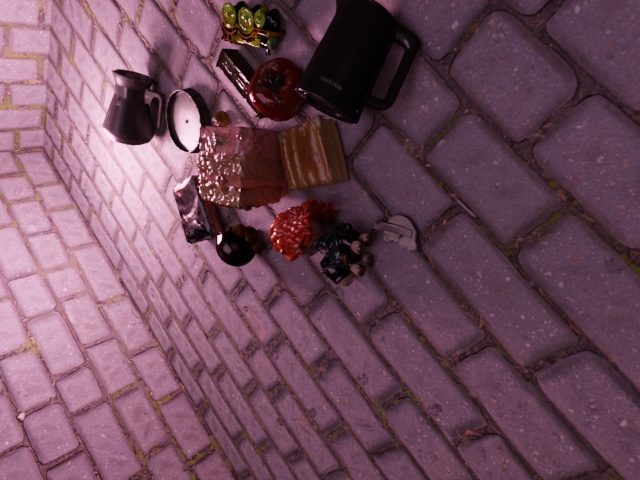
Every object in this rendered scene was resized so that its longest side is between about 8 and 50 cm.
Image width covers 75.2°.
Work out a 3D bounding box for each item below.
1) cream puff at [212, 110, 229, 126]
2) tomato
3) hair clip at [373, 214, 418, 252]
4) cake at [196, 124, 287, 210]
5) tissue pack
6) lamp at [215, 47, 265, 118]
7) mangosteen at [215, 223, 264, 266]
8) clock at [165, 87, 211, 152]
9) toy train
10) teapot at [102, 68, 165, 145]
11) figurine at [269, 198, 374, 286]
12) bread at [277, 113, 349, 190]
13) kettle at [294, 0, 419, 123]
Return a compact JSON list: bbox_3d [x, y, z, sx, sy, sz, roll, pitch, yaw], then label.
[{"bbox_3d":[-0.445,-0.536,1.868,0.083,0.083,0.058,21,160,23],"label":"cream puff"},{"bbox_3d":[-0.164,-0.558,1.511,0.227,0.101,0.228,0,88,11],"label":"tomato"},{"bbox_3d":[0.262,-0.033,1.413,0.172,0.049,0.116,20,122,33],"label":"hair clip"},{"bbox_3d":[-0.312,-0.301,1.674,0.314,0.293,0.307,13,108,34],"label":"cake"},{"bbox_3d":[-0.629,-0.154,2.123,0.244,0.123,0.333,-12,97,46],"label":"tissue pack"},{"bbox_3d":[-0.292,-0.630,1.669,0.325,0.090,0.089,53,133,15],"label":"lamp"},{"bbox_3d":[-0.380,0.021,1.915,0.209,0.209,0.210,16,115,37],"label":"mangosteen"},{"bbox_3d":[-0.649,-0.579,2.030,0.312,0.061,0.313,16,114,38],"label":"clock"},{"bbox_3d":[-0.260,-0.804,1.572,0.296,0.100,0.161,30,130,30],"label":"toy train"},{"bbox_3d":[-0.975,-0.688,2.182,0.299,0.253,0.344,18,116,-1],"label":"teapot"},{"bbox_3d":[0.008,0.008,1.563,0.411,0.241,0.306,34,151,8],"label":"figurine"},{"bbox_3d":[-0.037,-0.316,1.536,0.239,0.111,0.246,-4,102,42],"label":"bread"},{"bbox_3d":[0.101,-0.518,1.216,0.262,0.203,0.308,31,97,30],"label":"kettle"}]
